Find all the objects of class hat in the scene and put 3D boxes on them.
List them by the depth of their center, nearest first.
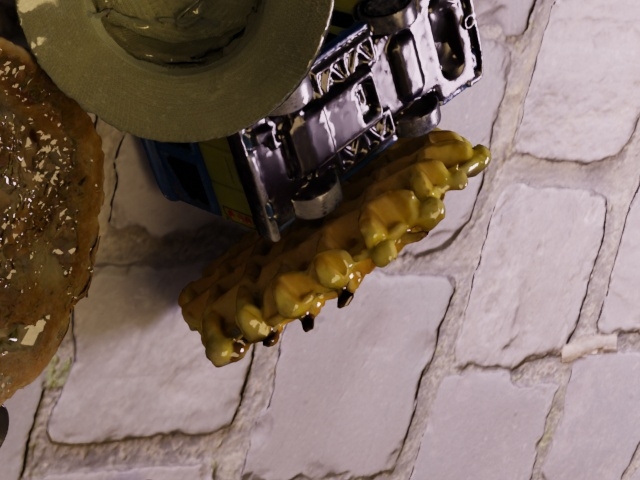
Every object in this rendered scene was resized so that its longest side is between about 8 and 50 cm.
[{"bbox_3d":[-0.113,-0.211,1.476,0.130,0.257,0.257,-83,-170,-81],"label":"hat"}]

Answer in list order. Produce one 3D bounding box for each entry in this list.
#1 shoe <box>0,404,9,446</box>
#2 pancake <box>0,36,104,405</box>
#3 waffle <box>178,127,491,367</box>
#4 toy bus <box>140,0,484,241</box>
[{"bbox_3d":[-0.327,0.199,1.536,0.179,0.049,0.071,-29,129,-36],"label":"shoe"},{"bbox_3d":[-0.305,0.006,1.454,0.356,0.065,0.356,-21,121,-38],"label":"pancake"},{"bbox_3d":[0.008,-0.007,1.642,0.329,0.329,0.062,-43,104,-24],"label":"waffle"},{"bbox_3d":[-0.007,-0.142,1.613,0.287,0.175,0.138,-39,129,-29],"label":"toy bus"}]
